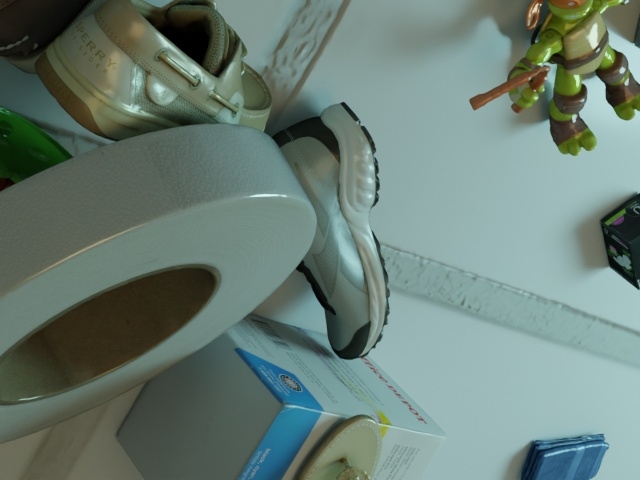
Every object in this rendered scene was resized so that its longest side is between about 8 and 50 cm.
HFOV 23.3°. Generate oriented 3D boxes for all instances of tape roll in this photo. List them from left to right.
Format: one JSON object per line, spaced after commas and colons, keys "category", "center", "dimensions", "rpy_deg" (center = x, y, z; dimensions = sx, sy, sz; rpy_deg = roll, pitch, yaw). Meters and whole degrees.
{"category": "tape roll", "center": [-0.185, 0.046, 1.218], "dimensions": [0.392, 0.072, 0.392], "rpy_deg": [-28, 164, -8]}

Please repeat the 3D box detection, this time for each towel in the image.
{"category": "towel", "center": [0.301, 0.273, 1.921], "dimensions": [0.119, 0.029, 0.067], "rpy_deg": [-2, 121, -37]}

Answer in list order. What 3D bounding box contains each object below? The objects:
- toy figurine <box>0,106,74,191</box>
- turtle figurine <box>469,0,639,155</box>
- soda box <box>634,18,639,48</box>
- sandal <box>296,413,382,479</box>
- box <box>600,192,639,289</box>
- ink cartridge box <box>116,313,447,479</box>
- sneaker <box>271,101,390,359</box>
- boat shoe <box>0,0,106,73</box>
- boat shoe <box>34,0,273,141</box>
{"category": "toy figurine", "center": [-0.278, -0.010, 1.204], "dimensions": [0.159, 0.130, 0.173], "rpy_deg": [-46, 154, 13]}
{"category": "turtle figurine", "center": [0.242, -0.178, 1.503], "dimensions": [0.269, 0.087, 0.217], "rpy_deg": [-45, 145, -14]}
{"category": "soda box", "center": [0.397, -0.304, 1.523], "dimensions": [0.091, 0.098, 0.286], "rpy_deg": [-15, 129, -29]}
{"category": "sandal", "center": [0.005, 0.277, 1.410], "dimensions": [0.088, 0.079, 0.240], "rpy_deg": [19, 109, -44]}
{"category": "box", "center": [0.359, 0.001, 1.749], "dimensions": [0.062, 0.052, 0.083], "rpy_deg": [-35, 137, -12]}
{"category": "ink cartridge box", "center": [-0.036, 0.190, 1.498], "dimensions": [0.233, 0.171, 0.168], "rpy_deg": [18, 109, -43]}
{"category": "sneaker", "center": [0.000, 0.000, 1.453], "dimensions": [0.108, 0.100, 0.271], "rpy_deg": [-18, 126, -12]}
{"category": "boat shoe", "center": [-0.151, -0.268, 1.119], "dimensions": [0.324, 0.116, 0.097], "rpy_deg": [-48, 140, 10]}
{"category": "boat shoe", "center": [-0.100, -0.132, 1.192], "dimensions": [0.098, 0.109, 0.302], "rpy_deg": [-46, 164, 16]}
